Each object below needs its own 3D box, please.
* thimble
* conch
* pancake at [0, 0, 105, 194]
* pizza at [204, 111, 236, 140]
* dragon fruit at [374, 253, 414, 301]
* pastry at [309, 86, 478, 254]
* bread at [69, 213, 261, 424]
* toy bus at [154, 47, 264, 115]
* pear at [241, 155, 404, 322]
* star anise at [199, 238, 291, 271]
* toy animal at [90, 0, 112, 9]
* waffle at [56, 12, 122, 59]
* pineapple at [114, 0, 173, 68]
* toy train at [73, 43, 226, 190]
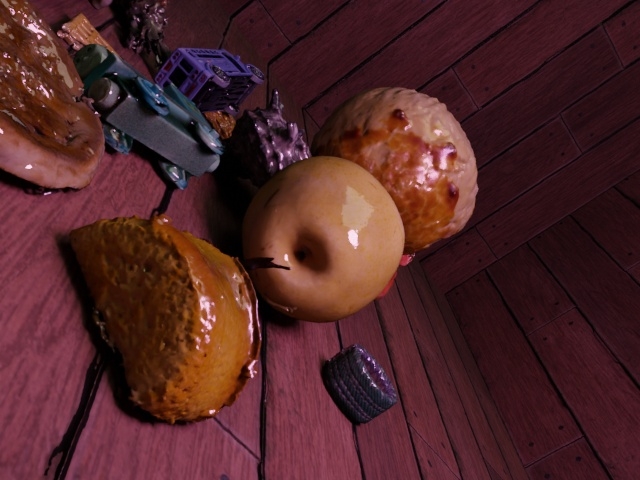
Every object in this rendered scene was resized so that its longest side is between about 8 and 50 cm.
[{"bbox_3d":[0.075,0.272,1.258,0.135,0.090,0.118,51,13,-20],"label":"thimble"},{"bbox_3d":[-0.096,-0.174,1.424,0.241,0.186,0.313,54,-23,-13],"label":"conch"},{"bbox_3d":[-0.395,-0.218,0.806,0.382,0.071,0.382,55,11,-17],"label":"pancake"},{"bbox_3d":[-0.237,-0.287,1.660,0.131,0.041,0.178,46,15,-31],"label":"pizza"},{"bbox_3d":[0.105,0.012,1.746,0.305,0.225,0.305,49,15,-18],"label":"dragon fruit"},{"bbox_3d":[0.151,-0.137,1.461,0.389,0.388,0.312,53,49,-10],"label":"pastry"},{"bbox_3d":[-0.163,0.068,0.770,0.261,0.147,0.160,61,11,26],"label":"bread"},{"bbox_3d":[-0.250,-0.371,1.546,0.133,0.125,0.292,47,23,3],"label":"toy bus"},{"bbox_3d":[0.000,0.000,1.218,0.309,0.309,0.309,52,13,-17],"label":"pear"},{"bbox_3d":[-0.136,0.033,0.987,0.140,0.144,0.158,47,13,-1],"label":"star anise"},{"bbox_3d":[-0.459,-0.590,1.345,0.121,0.168,0.233,8,62,-73],"label":"toy animal"},{"bbox_3d":[-0.382,-0.317,1.202,0.191,0.032,0.125,48,13,-25],"label":"waffle"},{"bbox_3d":[-0.403,-0.547,1.495,0.175,0.175,0.361,41,34,-49],"label":"pineapple"},{"bbox_3d":[-0.285,-0.212,1.113,0.194,0.120,0.298,54,9,27],"label":"toy train"}]
